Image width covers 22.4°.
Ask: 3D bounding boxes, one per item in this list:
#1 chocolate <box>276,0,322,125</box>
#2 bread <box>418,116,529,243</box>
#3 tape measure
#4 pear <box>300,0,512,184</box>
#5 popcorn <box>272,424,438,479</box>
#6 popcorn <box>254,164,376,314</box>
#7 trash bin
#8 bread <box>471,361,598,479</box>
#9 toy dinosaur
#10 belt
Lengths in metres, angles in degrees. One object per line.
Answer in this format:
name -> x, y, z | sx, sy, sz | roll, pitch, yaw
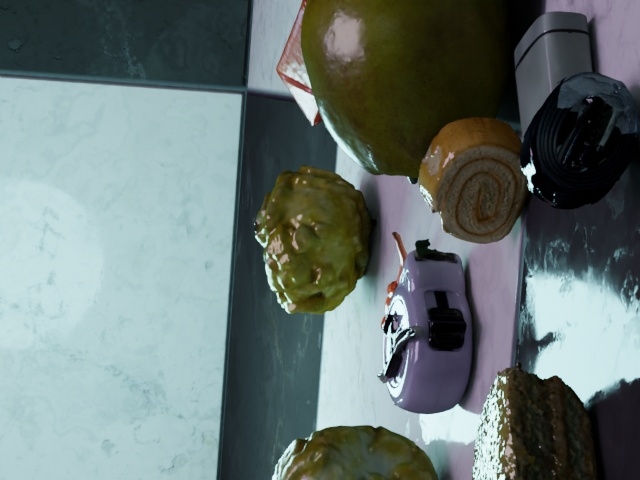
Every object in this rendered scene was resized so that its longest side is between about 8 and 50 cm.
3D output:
chocolate -> 0.059, -0.301, 2.196 | 0.237, 0.108, 0.235 | -44, -8, -24
bread -> 0.176, -0.073, 1.860 | 0.073, 0.122, 0.149 | -97, 16, -49
tape measure -> 0.129, 0.128, 2.067 | 0.178, 0.105, 0.196 | -102, 21, -48
pear -> 0.105, -0.227, 1.934 | 0.269, 0.269, 0.321 | -136, 42, -74
popcorn -> 0.045, 0.338, 2.122 | 0.184, 0.221, 0.204 | -92, 1, -45
popcorn -> 0.000, 0.000, 2.568 | 0.266, 0.192, 0.233 | -58, -38, -65
trash bin -> 0.247, -0.159, 1.705 | 0.116, 0.059, 0.130 | 120, 150, -68
bread -> 0.217, 0.240, 1.648 | 0.138, 0.102, 0.196 | 119, 154, -58
toy dinosaur -> 0.111, 0.118, 2.278 | 0.101, 0.055, 0.280 | -94, 9, -70
belt -> 0.251, -0.097, 1.550 | 0.058, 0.105, 0.140 | 114, -179, -68
